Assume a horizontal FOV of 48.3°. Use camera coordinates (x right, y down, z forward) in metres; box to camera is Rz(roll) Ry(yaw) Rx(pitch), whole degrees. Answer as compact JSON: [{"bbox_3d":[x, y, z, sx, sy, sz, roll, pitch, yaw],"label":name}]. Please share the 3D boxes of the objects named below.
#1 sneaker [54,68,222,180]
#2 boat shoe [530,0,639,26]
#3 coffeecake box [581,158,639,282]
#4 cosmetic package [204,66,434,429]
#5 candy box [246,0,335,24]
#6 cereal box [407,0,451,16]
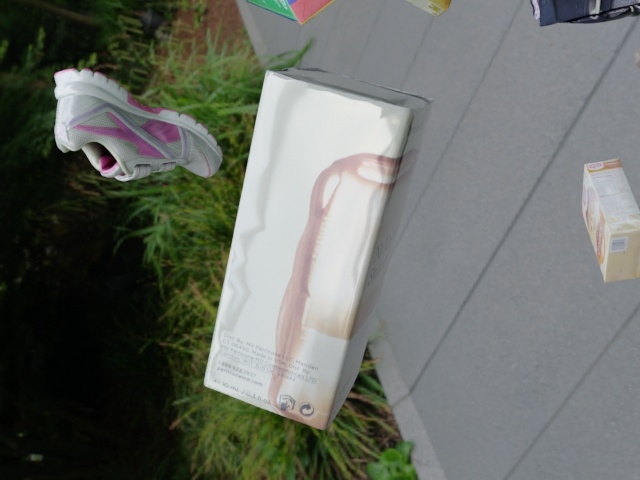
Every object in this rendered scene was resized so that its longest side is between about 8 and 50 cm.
[{"bbox_3d":[-0.246,-0.127,0.951,0.103,0.252,0.111,1,74,50],"label":"sneaker"},{"bbox_3d":[0.306,-0.416,0.838,0.127,0.158,0.341,-79,-25,-62],"label":"boat shoe"},{"bbox_3d":[0.555,-0.039,1.358,0.142,0.068,0.186,71,-165,-47],"label":"coffeecake box"},{"bbox_3d":[0.000,0.000,0.666,0.153,0.129,0.296,-41,-34,-67],"label":"cosmetic package"},{"bbox_3d":[0.018,-0.394,0.847,0.268,0.122,0.317,-35,26,0],"label":"candy box"},{"bbox_3d":[0.140,-0.523,1.240,0.173,0.240,0.047,-70,18,-8],"label":"cereal box"}]
